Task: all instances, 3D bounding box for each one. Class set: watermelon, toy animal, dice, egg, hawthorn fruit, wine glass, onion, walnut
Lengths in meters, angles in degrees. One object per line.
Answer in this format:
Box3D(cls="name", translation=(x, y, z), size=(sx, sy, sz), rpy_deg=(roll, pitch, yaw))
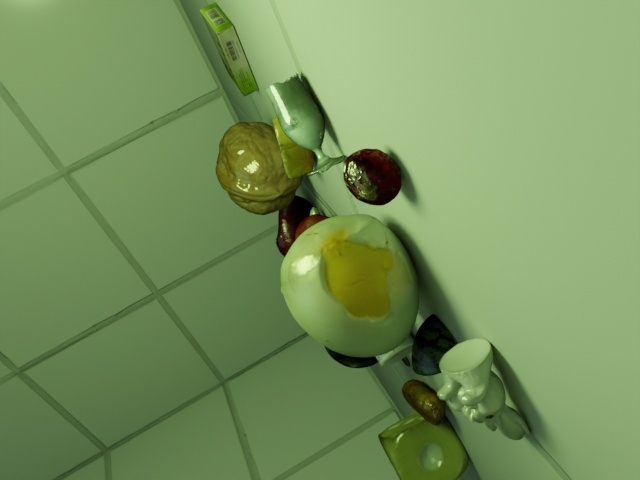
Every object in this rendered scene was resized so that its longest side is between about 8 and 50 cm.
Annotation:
Box3D(cls="watermelon", translation=(0.257, 0.249, 1.246), size=(0.094, 0.135, 0.125), rpy_deg=(6, -139, -51))
Box3D(cls="toy animal", translation=(0.293, 0.299, 0.995), size=(0.103, 0.131, 0.221), rpy_deg=(-14, 112, 40))
Box3D(cls="watermelon", translation=(0.122, 0.311, 1.906), size=(0.269, 0.269, 0.269), rpy_deg=(60, 174, 10))
Box3D(cls="dice", translation=(0.356, 0.730, 1.927), size=(0.227, 0.238, 0.233), rpy_deg=(61, 175, 7))
Box3D(cls="egg", translation=(0.071, 0.105, 1.187), size=(0.345, 0.283, 0.283), rpy_deg=(57, 176, -28))
Box3D(cls="hawthorn fruit", translation=(0.000, 0.000, 1.827), size=(0.181, 0.181, 0.235), rpy_deg=(60, 174, 6))
Box3D(cls="wine glass", translation=(-0.037, -0.256, 1.232), size=(0.222, 0.103, 0.103), rpy_deg=(60, 174, -8))
Box3D(cls="onion", translation=(-0.063, -0.052, 2.197), size=(0.272, 0.195, 0.272), rpy_deg=(-4, -90, -69))
Box3D(cls="onion", translation=(0.089, -0.111, 0.947), size=(0.107, 0.097, 0.107), rpy_deg=(29, 151, 18))
Box3D(cls="walnut", translation=(-0.215, -0.246, 1.927), size=(0.344, 0.306, 0.306), rpy_deg=(45, 165, 43))

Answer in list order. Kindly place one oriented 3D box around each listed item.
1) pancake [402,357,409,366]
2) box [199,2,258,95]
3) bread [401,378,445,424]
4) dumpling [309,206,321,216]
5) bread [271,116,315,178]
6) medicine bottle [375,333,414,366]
Box3D(cls="pancake", translation=(0.297, 0.419, 2.039), size=(0.115, 0.011, 0.115), rpy_deg=(60, 174, 11))
Box3D(cls="box", translation=(-0.306, -0.640, 1.862), size=(0.175, 0.062, 0.260), rpy_deg=(56, 172, 36))
Box3D(cls="bread", translation=(0.346, 0.524, 1.803), size=(0.124, 0.084, 0.344), rpy_deg=(53, 173, 2))
Box3D(cls="dumpling", translation=(0.005, 0.000, 2.037), size=(0.179, 0.131, 0.252), rpy_deg=(-23, -85, -75))
Box3D(cls="bread", translation=(-0.073, -0.267, 1.554), size=(0.245, 0.094, 0.102), rpy_deg=(75, 174, -64))
Box3D(cls="medicine bottle", translation=(0.153, 0.212, 1.706), size=(0.341, 0.130, 0.130), rpy_deg=(57, 173, 26))
